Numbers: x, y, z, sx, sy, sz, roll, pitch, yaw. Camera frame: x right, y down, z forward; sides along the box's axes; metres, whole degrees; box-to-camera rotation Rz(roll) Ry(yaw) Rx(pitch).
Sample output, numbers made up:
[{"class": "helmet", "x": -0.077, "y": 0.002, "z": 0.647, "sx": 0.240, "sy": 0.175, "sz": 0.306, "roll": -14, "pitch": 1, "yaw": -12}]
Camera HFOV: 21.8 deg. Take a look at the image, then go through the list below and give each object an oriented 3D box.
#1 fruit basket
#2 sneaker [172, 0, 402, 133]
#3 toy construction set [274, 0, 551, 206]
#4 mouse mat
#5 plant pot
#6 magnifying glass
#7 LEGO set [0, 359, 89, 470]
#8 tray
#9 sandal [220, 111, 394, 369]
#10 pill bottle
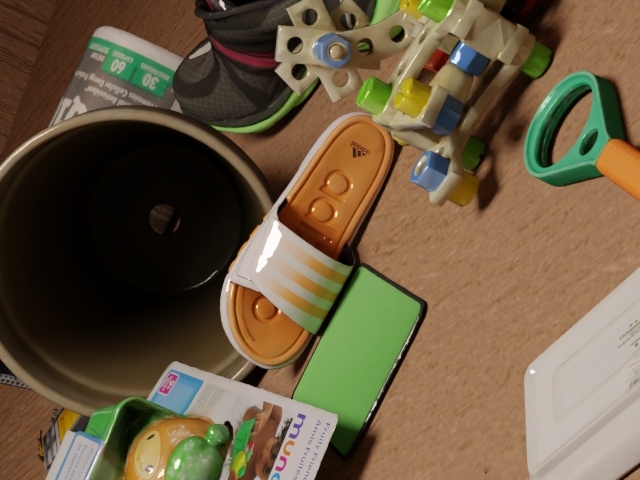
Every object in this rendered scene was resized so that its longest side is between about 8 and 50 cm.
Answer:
[{"class": "fruit basket", "x": -0.140, "y": 0.272, "z": 1.478, "sx": 0.353, "sy": 0.165, "sz": 0.327, "roll": 6, "pitch": 71, "yaw": 66}, {"class": "sneaker", "x": -0.057, "y": -0.271, "z": 1.875, "sx": 0.483, "sy": 0.202, "sz": 0.185, "roll": -32, "pitch": 36, "yaw": 56}, {"class": "toy construction set", "x": 0.088, "y": -0.168, "z": 1.487, "sx": 0.215, "sy": 0.151, "sz": 0.327, "roll": -62, "pitch": 30, "yaw": 5}, {"class": "mouse mat", "x": 0.030, "y": 0.104, "z": 1.482, "sx": 0.153, "sy": 0.007, "sz": 0.189, "roll": -63, "pitch": 18, "yaw": 2}, {"class": "plant pot", "x": -0.187, "y": 0.003, "z": 1.777, "sx": 0.323, "sy": 0.323, "sz": 0.280, "roll": -60, "pitch": 4, "yaw": 11}, {"class": "magnifying glass", "x": 0.204, "y": -0.068, "z": 1.223, "sx": 0.092, "sy": 0.026, "sz": 0.231, "roll": -60, "pitch": 20, "yaw": 10}, {"class": "LEGO set", "x": -0.321, "y": 0.145, "z": 1.919, "sx": 0.192, "sy": 0.331, "sz": 0.255, "roll": -54, "pitch": 42, "yaw": 31}, {"class": "tray", "x": 0.206, "y": 0.064, "z": 1.047, "sx": 0.270, "sy": 0.030, "sz": 0.145, "roll": -48, "pitch": 26, "yaw": 38}, {"class": "sandal", "x": -0.009, "y": -0.006, "z": 1.566, "sx": 0.265, "sy": 0.102, "sz": 0.076, "roll": -64, "pitch": 10, "yaw": -4}, {"class": "pill bottle", "x": -0.283, "y": -0.085, "z": 2.223, "sx": 0.361, "sy": 0.204, "sz": 0.204, "roll": -65, "pitch": 19, "yaw": -2}]
